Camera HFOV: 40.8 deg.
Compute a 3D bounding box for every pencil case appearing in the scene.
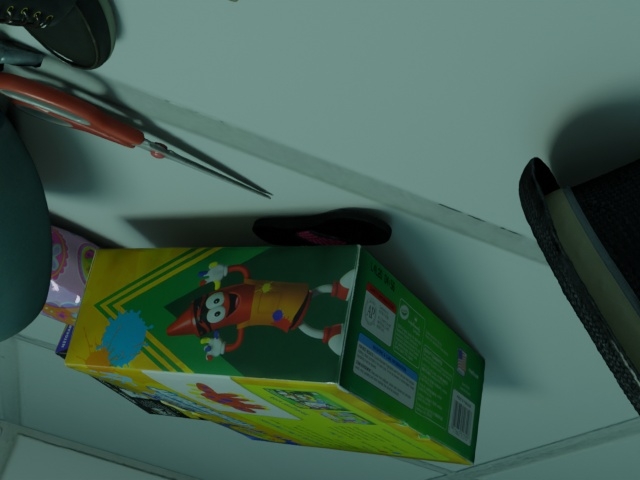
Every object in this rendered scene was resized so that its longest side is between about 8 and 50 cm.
[{"bbox_3d":[-0.399,0.019,1.136,0.284,0.124,0.124,27,151,-22],"label":"pencil case"}]

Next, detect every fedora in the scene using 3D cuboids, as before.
[{"bbox_3d":[0.302,0.046,0.681,0.152,0.334,0.334,-35,132,20],"label":"fedora"}]

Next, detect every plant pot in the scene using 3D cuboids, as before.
[{"bbox_3d":[-0.407,-0.050,0.872,0.290,0.290,0.195,18,117,-7],"label":"plant pot"}]

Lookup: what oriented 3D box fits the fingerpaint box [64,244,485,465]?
[{"bbox_3d":[-0.032,0.156,1.119,0.371,0.163,0.445,-2,156,29],"label":"fingerpaint box"}]

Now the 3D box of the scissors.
[{"bbox_3d":[-0.178,-0.097,0.863,0.297,0.021,0.109,22,169,-13],"label":"scissors"}]

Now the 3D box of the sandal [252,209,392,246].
[{"bbox_3d":[0.000,0.000,0.968,0.179,0.040,0.067,-3,149,31],"label":"sandal"}]

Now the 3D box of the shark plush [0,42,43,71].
[{"bbox_3d":[-0.331,-0.174,0.760,0.161,0.073,0.067,26,159,-29],"label":"shark plush"}]

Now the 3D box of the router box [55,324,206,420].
[{"bbox_3d":[-0.274,0.232,1.521,0.243,0.081,0.309,1,151,25],"label":"router box"}]

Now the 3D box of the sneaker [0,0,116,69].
[{"bbox_3d":[-0.238,-0.180,0.650,0.083,0.118,0.222,5,152,19],"label":"sneaker"}]
